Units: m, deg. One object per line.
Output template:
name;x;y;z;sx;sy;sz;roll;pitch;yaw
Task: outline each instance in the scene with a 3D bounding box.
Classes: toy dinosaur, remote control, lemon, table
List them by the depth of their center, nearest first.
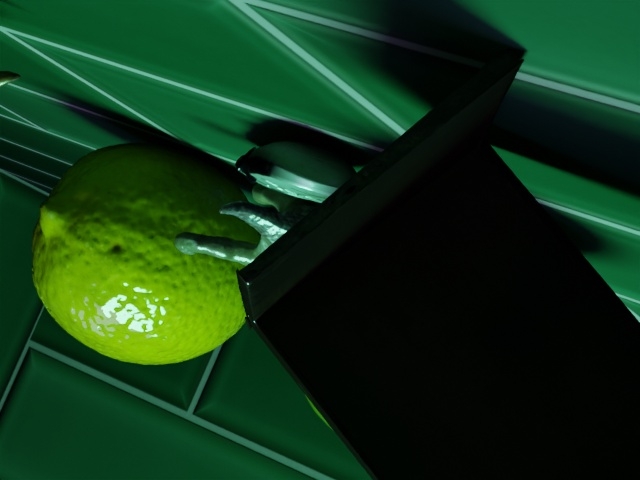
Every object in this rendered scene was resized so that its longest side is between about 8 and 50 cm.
table;0.102;0.068;0.956;0.250;0.196;0.282;52;175;7
remote control;-0.023;-0.060;1.474;0.097;0.045;0.256;17;179;-13
toy dinosaur;0.002;-0.007;1.596;0.294;0.077;0.162;-3;-170;-36
lemon;-0.190;0.015;1.884;0.267;0.267;0.267;23;175;2

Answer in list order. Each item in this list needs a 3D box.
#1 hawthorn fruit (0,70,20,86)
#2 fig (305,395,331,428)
hawthorn fruit;-0.386;-0.115;1.422;0.298;0.277;0.277;-4;168;12
fig;0.102;0.039;1.388;0.233;0.233;0.314;22;-141;13
